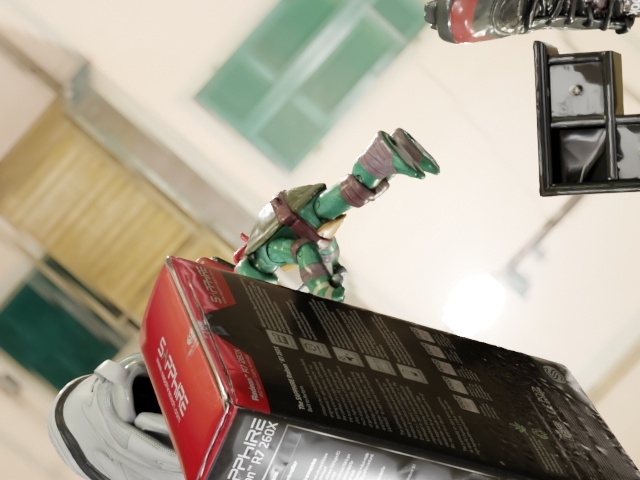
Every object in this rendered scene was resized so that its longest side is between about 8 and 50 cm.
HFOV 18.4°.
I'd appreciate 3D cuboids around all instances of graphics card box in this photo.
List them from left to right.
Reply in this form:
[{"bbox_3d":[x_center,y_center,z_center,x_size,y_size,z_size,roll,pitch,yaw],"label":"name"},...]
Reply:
[{"bbox_3d":[0.057,0.142,1.517,0.370,0.094,0.233,15,-159,-23],"label":"graphics card box"}]

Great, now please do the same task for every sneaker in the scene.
[{"bbox_3d":[-0.104,0.238,2.056,0.365,0.137,0.210,31,153,-6],"label":"sneaker"},{"bbox_3d":[0.211,-0.227,1.707,0.135,0.098,0.276,30,-139,35],"label":"sneaker"}]

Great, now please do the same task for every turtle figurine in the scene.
[{"bbox_3d":[0.000,0.000,1.757,0.118,0.234,0.175,41,-164,-10],"label":"turtle figurine"}]

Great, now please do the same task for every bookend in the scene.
[{"bbox_3d":[0.297,-0.123,1.965,0.072,0.157,0.156,-5,-87,-72],"label":"bookend"}]

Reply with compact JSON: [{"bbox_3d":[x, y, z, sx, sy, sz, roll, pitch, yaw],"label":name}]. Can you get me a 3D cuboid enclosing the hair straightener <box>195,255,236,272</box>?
[{"bbox_3d":[-0.042,0.072,2.440,0.230,0.047,0.089,17,-173,14],"label":"hair straightener"}]
